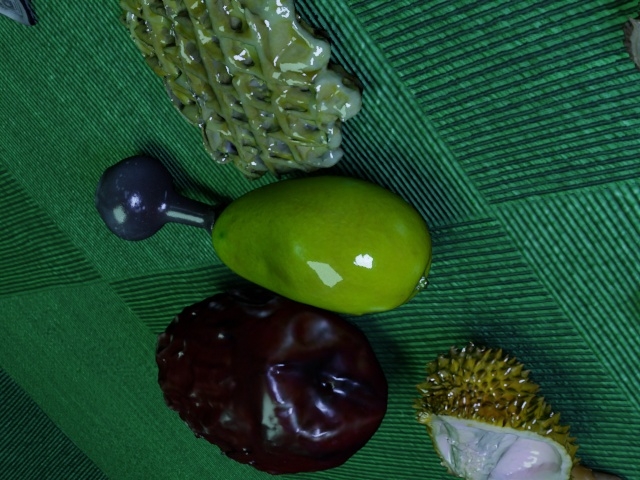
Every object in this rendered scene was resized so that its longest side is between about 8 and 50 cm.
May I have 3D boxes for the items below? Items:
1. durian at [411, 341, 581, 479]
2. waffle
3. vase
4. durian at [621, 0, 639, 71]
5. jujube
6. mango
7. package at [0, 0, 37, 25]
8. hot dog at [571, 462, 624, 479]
[{"bbox_3d":[0.212,0.215,1.326,0.183,0.138,0.249,-10,136,13],"label":"durian"},{"bbox_3d":[-0.100,-0.192,1.192,0.317,0.073,0.297,47,151,-11],"label":"waffle"},{"bbox_3d":[-0.210,-0.048,1.498,0.183,0.120,0.120,14,144,15],"label":"vase"},{"bbox_3d":[0.309,-0.134,0.770,0.188,0.091,0.148,41,164,-7],"label":"durian"},{"bbox_3d":[-0.080,0.194,1.548,0.377,0.258,0.258,1,133,43],"label":"jujube"},{"bbox_3d":[0.009,0.001,1.235,0.185,0.149,0.273,5,-177,-37],"label":"mango"},{"bbox_3d":[-0.453,-0.366,1.425,0.173,0.027,0.171,28,152,23],"label":"package"},{"bbox_3d":[0.320,0.311,1.407,0.090,0.060,0.140,45,158,-15],"label":"hot dog"}]
